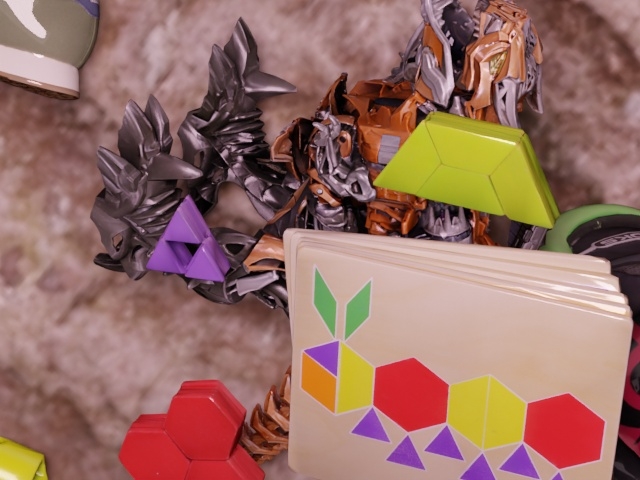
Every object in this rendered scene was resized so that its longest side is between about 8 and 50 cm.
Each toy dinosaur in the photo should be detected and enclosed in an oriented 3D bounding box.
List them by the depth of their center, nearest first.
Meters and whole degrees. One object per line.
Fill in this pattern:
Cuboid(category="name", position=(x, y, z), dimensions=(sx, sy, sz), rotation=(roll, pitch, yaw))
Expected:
Cuboid(category="toy dinosaur", position=(0.000, 0.000, 1.025), dimensions=(0.218, 0.164, 0.322), rotation=(29, 102, 9))

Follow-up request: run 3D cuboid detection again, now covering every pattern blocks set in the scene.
Cuboid(category="pattern blocks set", position=(0.062, 0.070, 0.951), dimensions=(0.324, 0.026, 0.285), rotation=(20, 122, 13))

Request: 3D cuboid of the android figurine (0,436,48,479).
Cuboid(category="android figurine", position=(-0.257, 0.217, 1.119), dimensions=(0.272, 0.056, 0.248), rotation=(22, 95, -1))

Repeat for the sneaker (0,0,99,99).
Cuboid(category="sneaker", position=(-0.214, -0.148, 1.087), dimensions=(0.192, 0.064, 0.086), rotation=(19, 88, 0))

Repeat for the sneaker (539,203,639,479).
Cuboid(category="sneaker", position=(0.284, 0.172, 1.026), dimensions=(0.483, 0.202, 0.185), rotation=(36, 96, -1))
